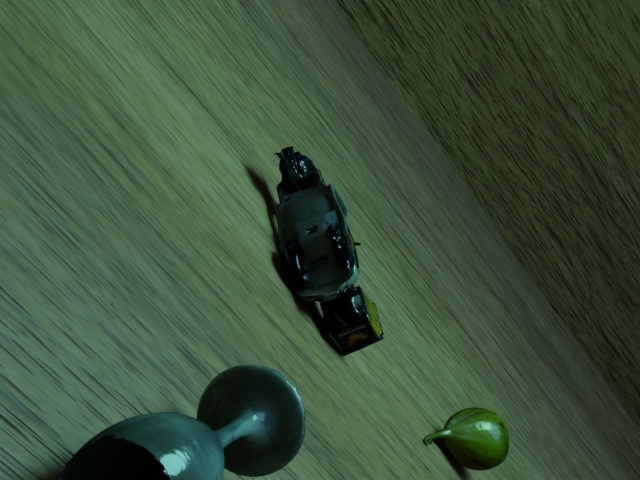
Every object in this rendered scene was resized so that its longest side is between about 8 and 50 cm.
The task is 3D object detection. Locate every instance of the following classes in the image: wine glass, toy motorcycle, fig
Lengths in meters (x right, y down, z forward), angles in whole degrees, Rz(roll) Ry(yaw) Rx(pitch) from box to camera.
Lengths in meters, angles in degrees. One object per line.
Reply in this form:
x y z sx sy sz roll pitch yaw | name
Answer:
-0.015 0.155 1.057 0.309 0.264 0.096 -10 96 -76 | wine glass
0.000 0.000 1.811 0.157 0.091 0.263 58 13 -46 | toy motorcycle
0.203 0.263 1.990 0.166 0.093 0.093 42 22 -51 | fig
